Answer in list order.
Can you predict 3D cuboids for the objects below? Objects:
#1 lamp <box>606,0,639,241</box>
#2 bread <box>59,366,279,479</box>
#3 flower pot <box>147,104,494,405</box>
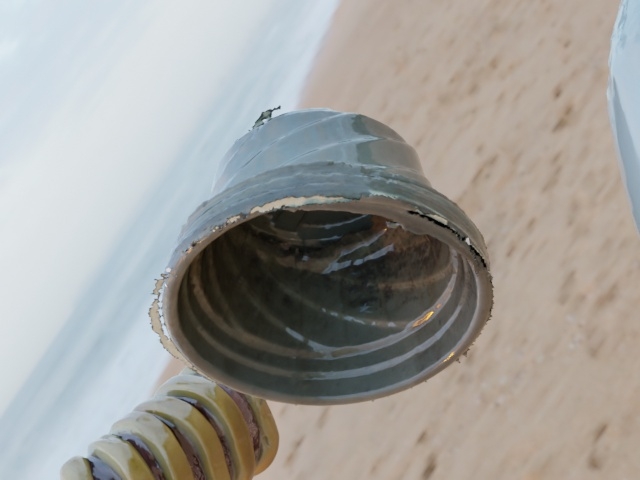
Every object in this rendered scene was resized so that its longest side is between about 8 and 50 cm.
[{"bbox_3d":[0.160,-0.067,0.532,0.179,0.108,0.246,-72,-24,-44],"label":"lamp"},{"bbox_3d":[-0.129,0.204,1.302,0.081,0.134,0.225,-3,27,41],"label":"bread"},{"bbox_3d":[0.000,0.000,1.004,0.235,0.236,0.140,-50,33,40],"label":"flower pot"}]
